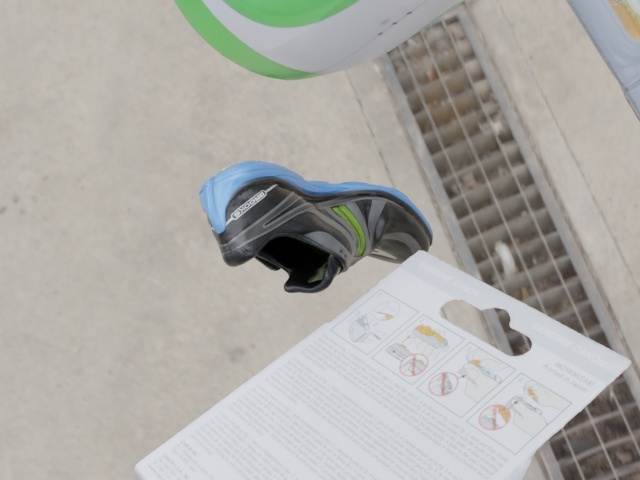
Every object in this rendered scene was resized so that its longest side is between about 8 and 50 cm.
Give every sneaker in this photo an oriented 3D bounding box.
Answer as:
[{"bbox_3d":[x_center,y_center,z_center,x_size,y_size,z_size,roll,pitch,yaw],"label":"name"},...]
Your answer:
[{"bbox_3d":[0.000,0.000,0.775,0.067,0.188,0.078,-26,67,40],"label":"sneaker"}]

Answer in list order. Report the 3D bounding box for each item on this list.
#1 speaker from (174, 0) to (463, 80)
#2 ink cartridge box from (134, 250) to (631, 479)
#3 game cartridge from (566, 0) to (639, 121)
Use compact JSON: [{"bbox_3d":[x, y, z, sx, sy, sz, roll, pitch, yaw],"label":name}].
[{"bbox_3d":[0.058,-0.166,0.422,0.296,0.131,0.131,-28,53,49],"label":"speaker"},{"bbox_3d":[0.035,0.120,0.677,0.232,0.066,0.189,-33,36,-22],"label":"ink cartridge box"},{"bbox_3d":[0.201,-0.209,0.640,0.198,0.062,0.297,-32,99,19],"label":"game cartridge"}]
